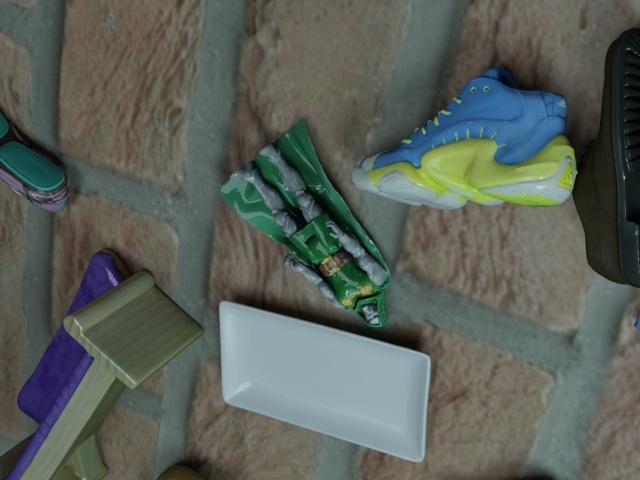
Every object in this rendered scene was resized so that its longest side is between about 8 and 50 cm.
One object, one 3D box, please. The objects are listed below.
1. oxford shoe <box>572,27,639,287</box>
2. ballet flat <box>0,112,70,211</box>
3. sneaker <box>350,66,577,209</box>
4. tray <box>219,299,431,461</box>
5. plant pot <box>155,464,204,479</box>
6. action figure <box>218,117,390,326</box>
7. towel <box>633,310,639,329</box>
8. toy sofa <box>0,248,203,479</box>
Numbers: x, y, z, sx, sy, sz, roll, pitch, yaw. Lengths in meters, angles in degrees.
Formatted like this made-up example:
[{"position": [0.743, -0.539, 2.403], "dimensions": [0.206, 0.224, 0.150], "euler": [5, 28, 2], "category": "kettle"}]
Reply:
[{"position": [0.260, -0.072, 0.867], "dimensions": [0.096, 0.083, 0.227], "euler": [11, 104, 55], "category": "oxford shoe"}, {"position": [-0.407, -0.109, 1.243], "dimensions": [0.221, 0.077, 0.079], "euler": [38, 143, 10], "category": "ballet flat"}, {"position": [0.138, -0.097, 0.938], "dimensions": [0.240, 0.091, 0.126], "euler": [5, 83, 39], "category": "sneaker"}, {"position": [0.003, 0.157, 1.139], "dimensions": [0.270, 0.030, 0.145], "euler": [12, 115, 25], "category": "tray"}, {"position": [-0.180, 0.418, 1.290], "dimensions": [0.236, 0.032, 0.236], "euler": [10, 103, 51], "category": "plant pot"}, {"position": [0.000, 0.000, 1.060], "dimensions": [0.137, 0.063, 0.232], "euler": [-38, 93, 32], "category": "action figure"}, {"position": [0.438, 0.043, 0.843], "dimensions": [0.285, 0.034, 0.209], "euler": [21, 121, 23], "category": "towel"}, {"position": [-0.323, 0.195, 1.268], "dimensions": [0.177, 0.150, 0.362], "euler": [42, 124, 7], "category": "toy sofa"}]
